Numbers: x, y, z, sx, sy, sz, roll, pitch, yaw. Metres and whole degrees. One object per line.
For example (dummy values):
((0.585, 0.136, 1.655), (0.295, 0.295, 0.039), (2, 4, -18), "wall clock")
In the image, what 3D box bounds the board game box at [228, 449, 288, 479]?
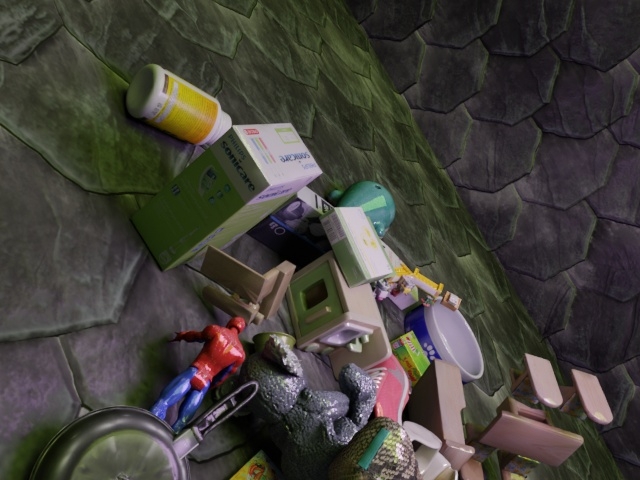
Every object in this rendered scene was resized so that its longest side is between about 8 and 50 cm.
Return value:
((-0.102, 0.401, 0.865), (0.103, 0.026, 0.154), (45, 25, 11), "board game box")

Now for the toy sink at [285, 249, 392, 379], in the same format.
((0.030, 0.166, 1.235), (0.131, 0.152, 0.234), (23, 43, -47), "toy sink")

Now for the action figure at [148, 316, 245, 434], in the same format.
((-0.213, 0.223, 0.857), (0.091, 0.139, 0.280), (50, 50, -16), "action figure")

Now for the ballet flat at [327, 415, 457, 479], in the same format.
((0.150, 0.410, 0.947), (0.182, 0.164, 0.483), (-54, 145, -19), "ballet flat")

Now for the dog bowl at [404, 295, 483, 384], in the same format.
((0.368, 0.304, 1.692), (0.265, 0.104, 0.265), (40, 31, -30), "dog bowl")

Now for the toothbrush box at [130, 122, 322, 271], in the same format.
((-0.167, -0.082, 1.037), (0.122, 0.283, 0.206), (58, 27, 3), "toothbrush box")

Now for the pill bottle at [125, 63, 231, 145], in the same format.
((-0.297, -0.280, 1.224), (0.215, 0.117, 0.117), (22, 42, -48), "pill bottle")

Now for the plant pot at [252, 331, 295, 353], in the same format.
((-0.090, 0.224, 1.066), (0.083, 0.083, 0.079), (32, 48, -39), "plant pot")

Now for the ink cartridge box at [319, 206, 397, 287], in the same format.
((0.107, 0.008, 1.290), (0.235, 0.056, 0.171), (-7, 69, -56), "ink cartridge box")

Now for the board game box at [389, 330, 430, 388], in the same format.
((0.261, 0.342, 1.540), (0.092, 0.043, 0.181), (-7, 66, -60), "board game box")

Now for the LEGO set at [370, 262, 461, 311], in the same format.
((0.245, 0.149, 1.594), (0.286, 0.107, 0.132), (16, 29, -26), "LEGO set")

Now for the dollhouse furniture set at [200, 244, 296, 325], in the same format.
((-0.143, 0.077, 1.087), (0.123, 0.144, 0.151), (29, 25, 13), "dollhouse furniture set")

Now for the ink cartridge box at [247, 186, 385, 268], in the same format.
((0.000, 0.000, 1.354), (0.332, 0.165, 0.065), (33, 35, -36), "ink cartridge box")

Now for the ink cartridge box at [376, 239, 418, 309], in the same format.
((0.207, 0.098, 1.696), (0.198, 0.067, 0.115), (46, 28, -23), "ink cartridge box")

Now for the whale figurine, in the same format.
((0.110, -0.092, 1.648), (0.216, 0.141, 0.272), (42, 33, 23), "whale figurine")

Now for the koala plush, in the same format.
((-0.048, 0.266, 0.939), (0.221, 0.196, 0.203), (46, 23, -9), "koala plush")

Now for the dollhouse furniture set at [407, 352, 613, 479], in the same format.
((0.423, 0.475, 1.341), (0.394, 0.362, 0.257), (20, 34, -7), "dollhouse furniture set")

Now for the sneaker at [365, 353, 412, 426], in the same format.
((0.119, 0.332, 1.208), (0.136, 0.115, 0.314), (55, 24, -32), "sneaker")

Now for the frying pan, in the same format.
((-0.194, 0.300, 0.723), (0.326, 0.053, 0.197), (-1, 74, -37), "frying pan")
